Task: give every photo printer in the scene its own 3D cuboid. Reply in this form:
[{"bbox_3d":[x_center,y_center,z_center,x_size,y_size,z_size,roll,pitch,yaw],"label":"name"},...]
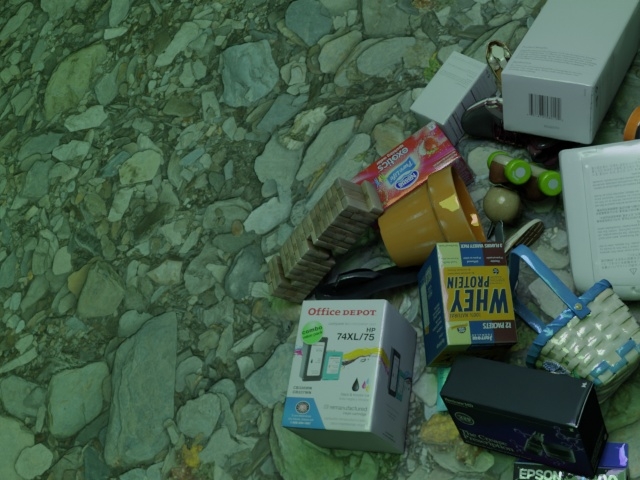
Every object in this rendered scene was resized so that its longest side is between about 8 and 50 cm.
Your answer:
[{"bbox_3d":[0.605,-0.039,1.641,0.255,0.107,0.308,-7,88,29],"label":"photo printer"}]

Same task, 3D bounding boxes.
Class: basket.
[{"bbox_3d":[0.457,0.155,1.584,0.201,0.255,0.289,-35,62,-7],"label":"basket"}]

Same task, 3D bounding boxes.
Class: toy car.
[{"bbox_3d":[0.407,-0.080,1.798,0.148,0.155,0.189,18,101,-9],"label":"toy car"}]

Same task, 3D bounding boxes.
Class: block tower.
[{"bbox_3d":[0.000,0.000,1.898,0.335,0.097,0.091,-48,40,32],"label":"block tower"}]

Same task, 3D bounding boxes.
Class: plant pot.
[{"bbox_3d":[0.234,-0.032,1.821,0.187,0.205,0.205,-22,58,18],"label":"plant pot"}]

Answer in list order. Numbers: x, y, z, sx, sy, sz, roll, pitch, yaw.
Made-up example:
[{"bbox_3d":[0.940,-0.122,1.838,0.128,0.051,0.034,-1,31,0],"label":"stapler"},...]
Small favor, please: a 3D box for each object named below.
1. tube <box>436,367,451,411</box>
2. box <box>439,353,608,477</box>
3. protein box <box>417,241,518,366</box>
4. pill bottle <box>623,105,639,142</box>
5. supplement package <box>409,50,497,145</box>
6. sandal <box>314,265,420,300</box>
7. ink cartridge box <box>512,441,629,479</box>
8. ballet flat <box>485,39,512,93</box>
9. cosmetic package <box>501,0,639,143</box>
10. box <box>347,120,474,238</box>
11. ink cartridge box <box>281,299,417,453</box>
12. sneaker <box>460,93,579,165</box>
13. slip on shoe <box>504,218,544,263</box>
[{"bbox_3d":[0.273,0.249,1.756,0.080,0.052,0.207,-10,65,18],"label":"tube"},{"bbox_3d":[0.375,0.320,1.558,0.261,0.184,0.103,7,50,35],"label":"box"},{"bbox_3d":[0.283,0.131,1.671,0.135,0.200,0.201,-1,69,-6],"label":"protein box"},{"bbox_3d":[0.737,-0.194,1.690,0.245,0.130,0.130,26,79,35],"label":"pill bottle"},{"bbox_3d":[0.314,-0.333,1.989,0.105,0.105,0.179,34,83,34],"label":"supplement package"},{"bbox_3d":[0.097,0.081,1.842,0.254,0.055,0.097,-15,18,-24],"label":"sandal"},{"bbox_3d":[0.458,0.464,1.555,0.206,0.045,0.208,-3,63,25],"label":"ink cartridge box"},{"bbox_3d":[0.437,-0.393,1.979,0.073,0.067,0.206,-32,56,9],"label":"ballet flat"},{"bbox_3d":[0.539,-0.387,1.794,0.196,0.155,0.366,16,51,29],"label":"cosmetic package"},{"bbox_3d":[0.203,-0.134,1.935,0.256,0.122,0.128,-35,56,7],"label":"box"},{"bbox_3d":[0.066,0.280,1.751,0.198,0.197,0.270,-3,64,26],"label":"ink cartridge box"},{"bbox_3d":[0.439,-0.235,1.859,0.281,0.106,0.163,-4,51,25],"label":"sneaker"},{"bbox_3d":[0.417,-0.001,1.809,0.135,0.051,0.041,-47,43,6],"label":"slip on shoe"}]
